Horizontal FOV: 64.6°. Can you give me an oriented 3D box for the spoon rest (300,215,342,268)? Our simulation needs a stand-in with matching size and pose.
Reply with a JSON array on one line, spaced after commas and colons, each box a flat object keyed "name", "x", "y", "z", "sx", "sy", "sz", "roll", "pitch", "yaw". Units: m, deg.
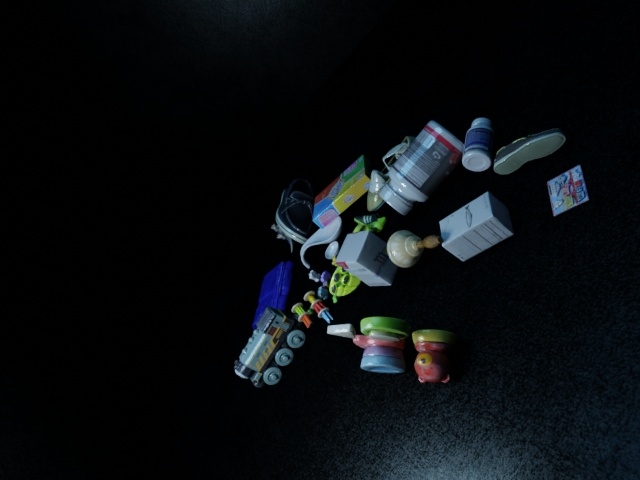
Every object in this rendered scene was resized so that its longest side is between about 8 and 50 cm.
[{"name": "spoon rest", "x": 0.000, "y": 0.000, "z": 2.255, "sx": 0.276, "sy": 0.084, "sz": 0.137, "roll": -50, "pitch": 27, "yaw": 18}]

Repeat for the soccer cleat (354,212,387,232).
[{"name": "soccer cleat", "x": 0.201, "y": -0.078, "z": 2.029, "sx": 0.072, "sy": 0.060, "sz": 0.179, "roll": -52, "pitch": 31, "yaw": -10}]

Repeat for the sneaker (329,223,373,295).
[{"name": "sneaker", "x": 0.124, "y": 0.082, "z": 1.956, "sx": 0.295, "sy": 0.109, "sz": 0.123, "roll": -64, "pitch": 4, "yaw": -10}]

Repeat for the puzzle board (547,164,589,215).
[{"name": "puzzle board", "x": 0.653, "y": -0.134, "z": 1.344, "sx": 0.096, "sy": 0.011, "sz": 0.128, "roll": -33, "pitch": 35, "yaw": 41}]

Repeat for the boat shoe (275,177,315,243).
[{"name": "boat shoe", "x": -0.109, "y": -0.159, "z": 2.513, "sx": 0.156, "sy": 0.187, "sz": 0.500, "roll": -52, "pitch": 21, "yaw": 26}]

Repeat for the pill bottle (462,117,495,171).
[{"name": "pill bottle", "x": 0.526, "y": -0.321, "z": 1.676, "sx": 0.094, "sy": 0.094, "sz": 0.169, "roll": -23, "pitch": 43, "yaw": 50}]

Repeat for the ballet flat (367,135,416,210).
[{"name": "ballet flat", "x": 0.275, "y": -0.276, "z": 2.042, "sx": 0.348, "sy": 0.123, "sz": 0.123, "roll": -49, "pitch": 27, "yaw": 18}]

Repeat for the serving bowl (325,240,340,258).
[{"name": "serving bowl", "x": 0.057, "y": 0.046, "z": 2.167, "sx": 0.083, "sy": 0.027, "sz": 0.083, "roll": -40, "pitch": 31, "yaw": 31}]

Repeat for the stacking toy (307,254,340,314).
[{"name": "stacking toy", "x": 0.015, "y": 0.181, "z": 2.066, "sx": 0.167, "sy": 0.052, "sz": 0.221, "roll": -34, "pitch": 35, "yaw": 39}]

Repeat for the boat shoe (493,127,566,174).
[{"name": "boat shoe", "x": 0.609, "y": -0.275, "z": 1.495, "sx": 0.228, "sy": 0.081, "sz": 0.068, "roll": -29, "pitch": 42, "yaw": 49}]

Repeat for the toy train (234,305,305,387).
[{"name": "toy train", "x": -0.203, "y": 0.422, "z": 2.022, "sx": 0.334, "sy": 0.190, "sz": 0.142, "roll": -57, "pitch": 25, "yaw": 0}]

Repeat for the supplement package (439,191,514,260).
[{"name": "supplement package", "x": 0.453, "y": -0.038, "z": 1.481, "sx": 0.179, "sy": 0.105, "sz": 0.105, "roll": -36, "pitch": 33, "yaw": 36}]

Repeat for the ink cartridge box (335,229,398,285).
[{"name": "ink cartridge box", "x": 0.172, "y": 0.066, "z": 1.778, "sx": 0.128, "sy": 0.176, "sz": 0.127, "roll": -9, "pitch": 51, "yaw": 56}]

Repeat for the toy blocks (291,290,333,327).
[{"name": "toy blocks", "x": -0.028, "y": 0.286, "z": 1.971, "sx": 0.123, "sy": 0.054, "sz": 0.148, "roll": -45, "pitch": 56, "yaw": 3}]

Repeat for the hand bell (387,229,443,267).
[{"name": "hand bell", "x": 0.311, "y": 0.012, "z": 1.577, "sx": 0.126, "sy": 0.126, "sz": 0.242, "roll": -65, "pitch": 10, "yaw": -14}]

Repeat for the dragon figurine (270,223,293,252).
[{"name": "dragon figurine", "x": -0.157, "y": -0.031, "z": 2.557, "sx": 0.085, "sy": 0.144, "sz": 0.289, "roll": -52, "pitch": 46, "yaw": 8}]

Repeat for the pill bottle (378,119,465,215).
[{"name": "pill bottle", "x": 0.356, "y": -0.250, "z": 1.801, "sx": 0.318, "sy": 0.176, "sz": 0.176, "roll": -50, "pitch": 27, "yaw": 15}]

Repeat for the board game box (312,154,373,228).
[{"name": "board game box", "x": 0.102, "y": -0.220, "z": 2.271, "sx": 0.316, "sy": 0.064, "sz": 0.242, "roll": -41, "pitch": 21, "yaw": 22}]

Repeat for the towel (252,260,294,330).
[{"name": "towel", "x": -0.229, "y": 0.256, "z": 2.381, "sx": 0.228, "sy": 0.076, "sz": 0.308, "roll": -33, "pitch": 35, "yaw": 39}]

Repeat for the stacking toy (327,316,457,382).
[{"name": "stacking toy", "x": 0.185, "y": 0.313, "z": 1.387, "sx": 0.309, "sy": 0.280, "sz": 0.130, "roll": -22, "pitch": 54, "yaw": 49}]
